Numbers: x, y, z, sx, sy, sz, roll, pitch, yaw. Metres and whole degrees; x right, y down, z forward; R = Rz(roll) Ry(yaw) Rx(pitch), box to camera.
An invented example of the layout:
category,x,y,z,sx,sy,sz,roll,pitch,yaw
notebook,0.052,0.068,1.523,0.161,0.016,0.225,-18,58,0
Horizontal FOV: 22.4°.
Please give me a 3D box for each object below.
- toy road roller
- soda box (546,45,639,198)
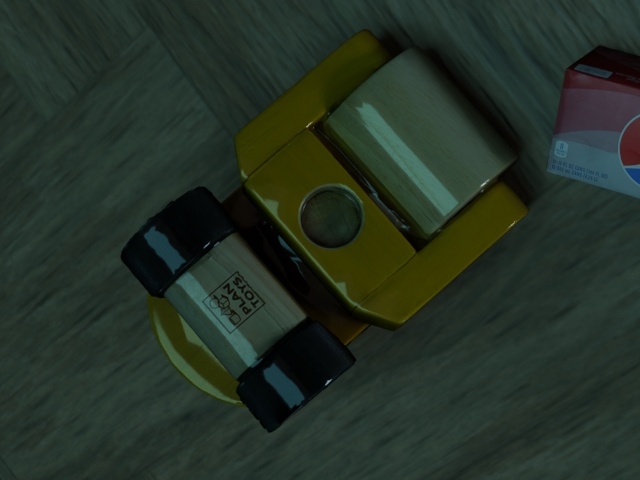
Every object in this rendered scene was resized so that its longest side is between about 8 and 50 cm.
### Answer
category,x,y,z,sx,sy,sz,roll,pitch,yaw
toy road roller,0.000,0.000,1.388,0.329,0.240,0.202,-41,85,-3
soda box,0.312,-0.066,1.226,0.263,0.083,0.092,18,117,23
